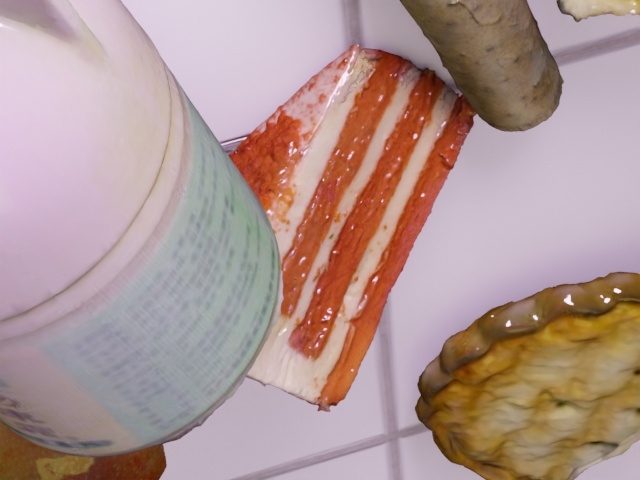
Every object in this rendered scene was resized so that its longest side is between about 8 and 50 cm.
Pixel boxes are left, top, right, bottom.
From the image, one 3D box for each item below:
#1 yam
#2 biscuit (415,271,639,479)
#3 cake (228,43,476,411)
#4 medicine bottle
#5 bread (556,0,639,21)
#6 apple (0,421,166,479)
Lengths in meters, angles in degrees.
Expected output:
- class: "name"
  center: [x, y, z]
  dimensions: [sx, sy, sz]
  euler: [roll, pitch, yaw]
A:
- class: "yam"
  center: [0.075, -0.185, 1.124]
  dimensions: [0.083, 0.083, 0.371]
  euler: [-26, 146, 9]
- class: "biscuit"
  center: [0.259, 0.124, 1.621]
  dimensions: [0.335, 0.078, 0.329]
  euler: [-23, 144, 14]
- class: "cake"
  center: [0.000, 0.000, 1.267]
  dimensions: [0.262, 0.160, 0.158]
  euler: [-41, 137, 25]
- class: "medicine bottle"
  center: [-0.196, -0.052, 1.033]
  dimensions: [0.235, 0.236, 0.406]
  euler: [-24, 146, 7]
- class: "bread"
  center: [0.282, -0.222, 1.124]
  dimensions: [0.251, 0.133, 0.174]
  euler: [5, 116, 13]
- class: "apple"
  center: [-0.220, 0.140, 1.338]
  dimensions: [0.207, 0.174, 0.188]
  euler: [27, 165, 8]
